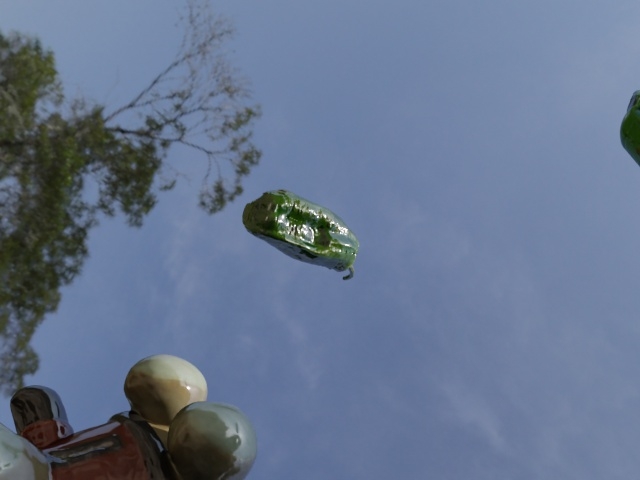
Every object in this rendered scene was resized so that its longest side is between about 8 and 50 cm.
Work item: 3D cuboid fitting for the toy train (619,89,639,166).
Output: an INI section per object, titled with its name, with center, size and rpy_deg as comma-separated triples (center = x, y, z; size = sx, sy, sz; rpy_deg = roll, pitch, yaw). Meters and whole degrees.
[toy train]
center = 0.328, -0.074, 0.648
size = 0.042, 0.044, 0.209
rpy_deg = -8, -137, -7

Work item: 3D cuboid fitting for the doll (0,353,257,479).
[doll]
center = -0.217, 0.203, 0.522
size = 0.235, 0.329, 0.174
rpy_deg = 35, -56, 48

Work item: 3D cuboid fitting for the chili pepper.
[chili pepper]
center = 0.000, -0.002, 0.842
size = 0.073, 0.204, 0.072
rpy_deg = 26, -91, 49
